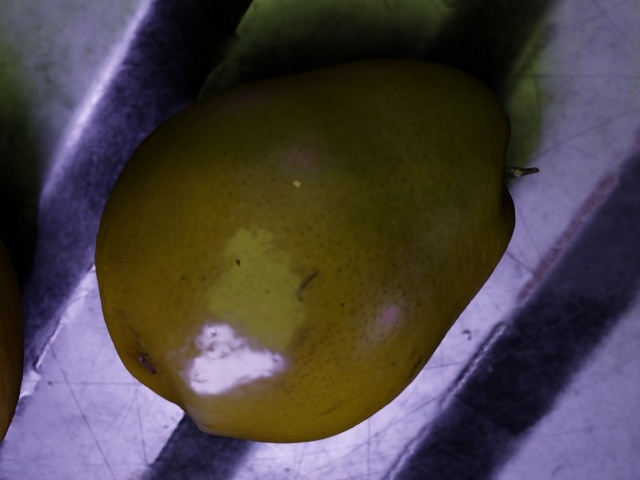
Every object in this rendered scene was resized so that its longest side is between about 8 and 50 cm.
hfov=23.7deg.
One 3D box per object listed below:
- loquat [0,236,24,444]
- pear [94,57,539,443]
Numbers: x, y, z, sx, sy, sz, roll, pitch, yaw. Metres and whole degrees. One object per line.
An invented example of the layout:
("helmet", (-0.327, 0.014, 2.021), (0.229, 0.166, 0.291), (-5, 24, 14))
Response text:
("loquat", (-0.414, 0.082, 1.223), (0.328, 0.359, 0.328), (7, 105, 29))
("pear", (-0.006, 0.000, 1.157), (0.336, 0.285, 0.285), (-33, 104, 18))
